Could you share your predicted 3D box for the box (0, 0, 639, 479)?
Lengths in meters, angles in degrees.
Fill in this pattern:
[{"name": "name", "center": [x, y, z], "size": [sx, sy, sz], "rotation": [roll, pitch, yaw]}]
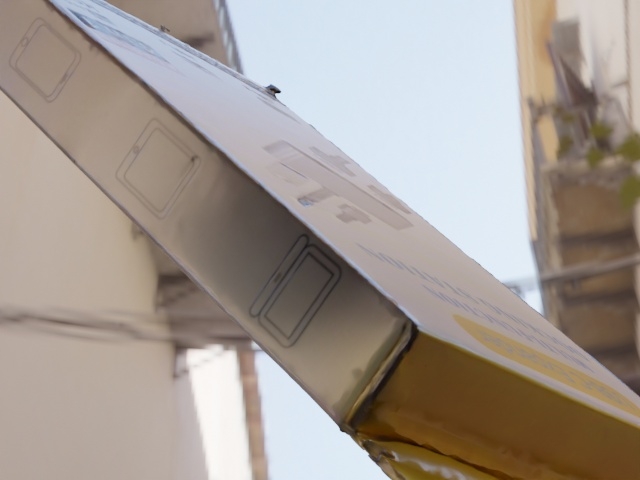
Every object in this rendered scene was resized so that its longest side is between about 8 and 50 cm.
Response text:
[{"name": "box", "center": [0.000, 0.000, 0.497], "size": [0.129, 0.247, 0.033], "rotation": [25, -78, -46]}]
